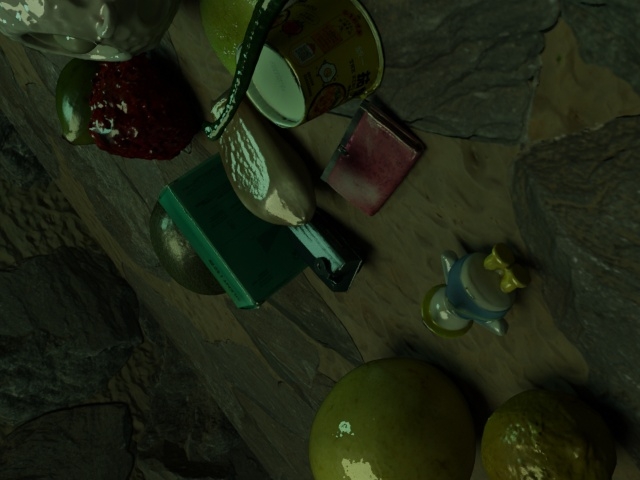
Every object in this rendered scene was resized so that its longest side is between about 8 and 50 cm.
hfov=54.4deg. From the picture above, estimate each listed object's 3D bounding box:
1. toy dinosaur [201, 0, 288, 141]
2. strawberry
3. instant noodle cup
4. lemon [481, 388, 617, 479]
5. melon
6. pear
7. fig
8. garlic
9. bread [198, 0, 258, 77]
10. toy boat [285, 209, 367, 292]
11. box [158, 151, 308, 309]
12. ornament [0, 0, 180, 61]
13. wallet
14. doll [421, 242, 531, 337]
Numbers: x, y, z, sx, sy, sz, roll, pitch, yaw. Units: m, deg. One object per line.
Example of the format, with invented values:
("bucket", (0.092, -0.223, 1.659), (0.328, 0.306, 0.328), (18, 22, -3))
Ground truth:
("toy dinosaur", (-0.011, -0.295, 0.696), (0.447, 0.087, 0.300), (-5, 80, 47))
("strawberry", (-0.415, -0.280, 1.382), (0.274, 0.220, 0.274), (33, 148, 24))
("instant noodle cup", (-0.023, -0.252, 0.888), (0.182, 0.144, 0.182), (37, 150, 25))
("lemon", (0.357, 0.335, 0.988), (0.192, 0.192, 0.231), (45, 152, 13))
("melon", (-0.276, 0.000, 1.501), (0.237, 0.237, 0.301), (27, 149, 39))
("pear", (0.149, 0.411, 1.269), (0.348, 0.348, 0.348), (37, 150, 26))
("fig", (-0.572, -0.339, 1.545), (0.203, 0.225, 0.203), (31, 165, 9))
("garlic", (-0.114, -0.153, 1.194), (0.318, 0.112, 0.143), (54, 131, 7))
("bread", (-0.134, -0.349, 1.063), (0.228, 0.033, 0.228), (36, 151, 24))
("toy boat", (0.000, 0.000, 1.245), (0.246, 0.103, 0.092), (48, 132, 34))
("box", (-0.172, -0.031, 1.335), (0.311, 0.205, 0.118), (54, 155, -6))
("ornament", (-0.386, -0.458, 1.005), (0.337, 0.337, 0.337), (37, 150, 26))
("wallet", (0.078, -0.124, 1.013), (0.119, 0.025, 0.232), (38, 153, 3))
("doll", (0.230, 0.089, 0.980), (0.135, 0.098, 0.241), (26, 153, -2))
